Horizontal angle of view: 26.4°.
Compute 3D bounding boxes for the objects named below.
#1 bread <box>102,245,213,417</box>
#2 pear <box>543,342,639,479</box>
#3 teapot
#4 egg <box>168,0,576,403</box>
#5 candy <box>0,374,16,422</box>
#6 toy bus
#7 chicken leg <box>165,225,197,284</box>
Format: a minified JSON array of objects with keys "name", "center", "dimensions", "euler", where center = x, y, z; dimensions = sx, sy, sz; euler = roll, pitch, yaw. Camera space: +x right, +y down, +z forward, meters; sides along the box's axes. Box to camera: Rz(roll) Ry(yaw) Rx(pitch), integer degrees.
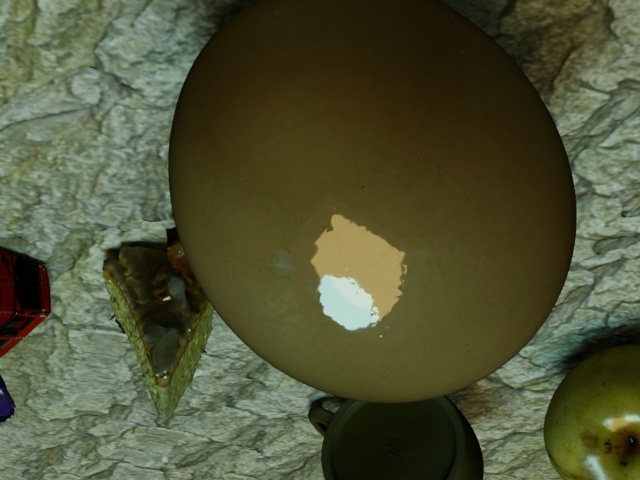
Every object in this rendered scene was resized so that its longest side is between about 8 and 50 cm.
[{"name":"bread","center":[-0.168,0.095,1.397],"dimensions":[0.127,0.152,0.147],"euler":[9,149,-2]},{"name":"pear","center":[0.366,0.220,1.578],"dimensions":[0.209,0.208,0.209],"euler":[-2,148,-1]},{"name":"teapot","center":[0.099,0.278,1.672],"dimensions":[0.268,0.185,0.175],"euler":[26,161,30]},{"name":"egg","center":[0.037,-0.036,1.055],"dimensions":[0.301,0.301,0.374],"euler":[-19,137,25]},{"name":"candy","center":[-0.407,0.077,1.332],"dimensions":[0.145,0.070,0.275],"euler":[-26,103,45]},{"name":"toy bus","center":[-0.365,0.084,1.428],"dimensions":[0.089,0.081,0.195],"euler":[12,145,-38]},{"name":"chicken leg","center":[0.000,0.000,1.311],"dimensions":[0.305,0.113,0.093],"euler":[1,-173,11]}]
